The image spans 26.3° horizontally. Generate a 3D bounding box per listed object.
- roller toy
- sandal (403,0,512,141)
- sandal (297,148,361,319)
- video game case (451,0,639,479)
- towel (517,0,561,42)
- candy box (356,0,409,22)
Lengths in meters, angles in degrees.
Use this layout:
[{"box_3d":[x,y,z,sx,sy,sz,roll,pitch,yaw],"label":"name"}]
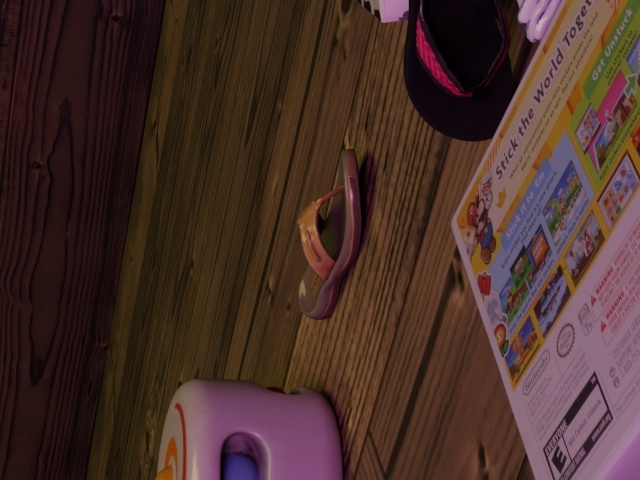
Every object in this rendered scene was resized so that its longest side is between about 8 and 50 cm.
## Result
[{"box_3d":[-0.073,0.215,1.193,0.209,0.146,0.191,-106,27,-55],"label":"roller toy"},{"box_3d":[0.082,-0.126,0.814,0.040,0.067,0.179,-118,12,-49],"label":"sandal"},{"box_3d":[0.000,0.000,1.187,0.072,0.049,0.180,-100,21,-44],"label":"sandal"},{"box_3d":[0.131,-0.013,0.613,0.206,0.026,0.227,-104,26,-43],"label":"video game case"},{"box_3d":[0.135,-0.275,0.822,0.285,0.034,0.209,-101,23,-47],"label":"towel"},{"box_3d":[0.053,-0.241,0.926,0.233,0.071,0.159,-107,11,-73],"label":"candy box"}]
